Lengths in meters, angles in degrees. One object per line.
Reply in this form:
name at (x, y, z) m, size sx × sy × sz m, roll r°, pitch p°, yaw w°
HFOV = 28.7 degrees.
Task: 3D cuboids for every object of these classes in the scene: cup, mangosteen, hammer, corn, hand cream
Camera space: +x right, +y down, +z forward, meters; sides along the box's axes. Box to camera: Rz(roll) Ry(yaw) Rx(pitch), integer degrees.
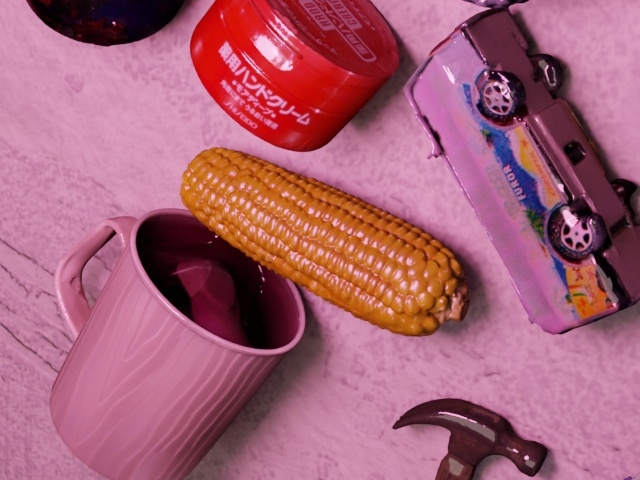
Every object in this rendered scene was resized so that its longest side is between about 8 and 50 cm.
cup at (-0.197, 0.110, 1.444) m, size 0.288 × 0.208 × 0.273 m, roll 33°, pitch 120°, yaw -2°
mangosteen at (-0.236, -0.329, 1.378) m, size 0.194 × 0.194 × 0.231 m, roll -4°, pitch 77°, yaw 30°
hammer at (0.112, 0.377, 1.450) m, size 0.168 × 0.044 × 0.440 m, roll 27°, pitch 115°, yaw 20°
corn at (0.000, 0.000, 1.366) m, size 0.363 × 0.120 × 0.120 m, roll 25°, pitch 115°, yaw 24°
hand cream at (-0.027, -0.196, 1.282) m, size 0.193 × 0.193 × 0.125 m, roll 48°, pitch 123°, yaw 9°

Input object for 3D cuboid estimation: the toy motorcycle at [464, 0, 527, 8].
toy motorcycle at (0.207, -0.414, 1.097) m, size 0.232 × 0.172 × 0.416 m, roll 9°, pitch 99°, yaw 34°

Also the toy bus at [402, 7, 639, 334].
toy bus at (0.207, -0.067, 1.240) m, size 0.138 × 0.112 × 0.317 m, roll -33°, pitch 86°, yaw 42°

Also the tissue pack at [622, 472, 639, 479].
tissue pack at (0.313, 0.363, 1.203) m, size 0.146 × 0.263 × 0.198 m, roll -41°, pitch 83°, yaw 32°
